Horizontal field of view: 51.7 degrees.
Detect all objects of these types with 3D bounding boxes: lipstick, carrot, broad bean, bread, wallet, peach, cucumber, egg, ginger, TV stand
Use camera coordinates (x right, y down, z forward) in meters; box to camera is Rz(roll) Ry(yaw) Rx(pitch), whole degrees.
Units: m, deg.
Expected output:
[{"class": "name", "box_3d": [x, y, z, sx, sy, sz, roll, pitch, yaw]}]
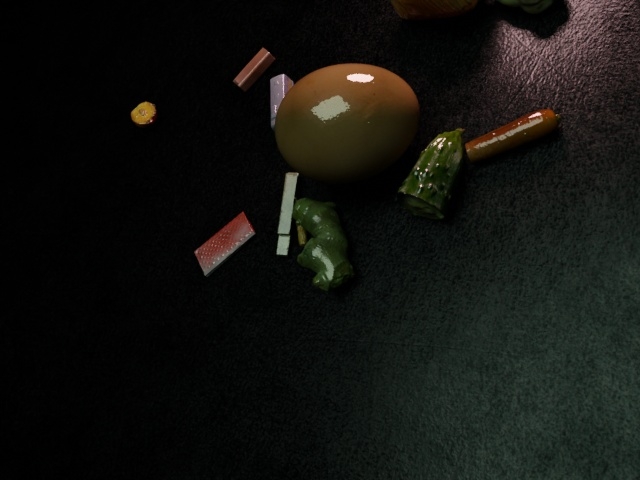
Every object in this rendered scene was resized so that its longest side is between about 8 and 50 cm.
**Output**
[{"class": "lipstick", "box_3d": [-0.213, -0.546, 2.120, 0.145, 0.045, 0.045, -46, 52, 4]}, {"class": "carrot", "box_3d": [0.457, -0.248, 1.567, 0.225, 0.067, 0.067, -23, 59, 24]}, {"class": "broad bean", "box_3d": [0.527, -0.675, 1.694, 0.169, 0.100, 0.228, -52, 49, 3]}, {"class": "bread", "box_3d": [0.314, -0.692, 1.788, 0.288, 0.156, 0.204, 15, 74, 47]}, {"class": "wallet", "box_3d": [-0.280, 0.009, 1.931, 0.196, 0.020, 0.103, -40, 55, 11]}, {"class": "peach", "box_3d": [-0.606, -0.430, 2.299, 0.098, 0.061, 0.098, -3, 64, 6]}, {"class": "cucumber", "box_3d": [0.287, -0.174, 1.608, 0.134, 0.134, 0.244, 20, 74, 36]}, {"class": "egg", "box_3d": [0.067, -0.295, 1.680, 0.374, 0.301, 0.301, -5, 66, 17]}, {"class": "ginger", "box_3d": [0.002, 0.003, 1.716, 0.137, 0.089, 0.290, -19, 60, 17]}, {"class": "TV stand", "box_3d": [-0.091, -0.075, 1.840, 0.036, 0.042, 0.249, 4, 72, 11]}]

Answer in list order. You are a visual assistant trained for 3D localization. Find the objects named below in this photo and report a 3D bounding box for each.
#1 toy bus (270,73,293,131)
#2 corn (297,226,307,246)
[{"class": "toy bus", "box_3d": [-0.111, -0.404, 1.976, 0.064, 0.075, 0.190, -15, 61, 25]}, {"class": "corn", "box_3d": [-0.050, -0.024, 1.799, 0.027, 0.028, 0.083, -13, 63, 14]}]
